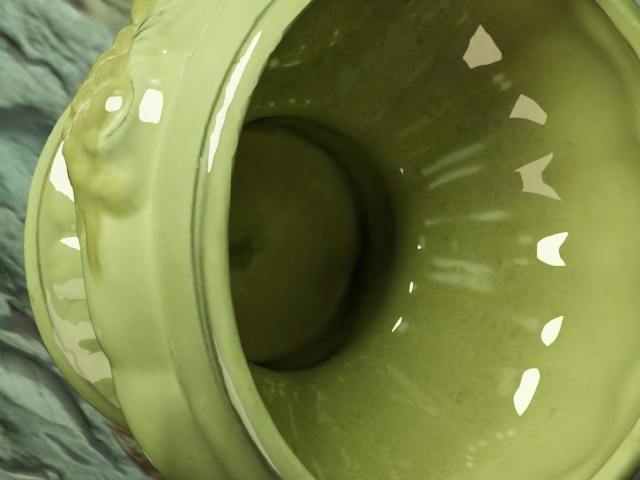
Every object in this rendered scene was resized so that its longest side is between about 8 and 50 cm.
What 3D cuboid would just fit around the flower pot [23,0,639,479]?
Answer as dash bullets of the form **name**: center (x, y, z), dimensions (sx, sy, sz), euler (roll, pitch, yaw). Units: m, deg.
- **flower pot**: center (0.000, 0.000, 0.864), dimensions (0.307, 0.307, 0.244), euler (50, 154, -23)
